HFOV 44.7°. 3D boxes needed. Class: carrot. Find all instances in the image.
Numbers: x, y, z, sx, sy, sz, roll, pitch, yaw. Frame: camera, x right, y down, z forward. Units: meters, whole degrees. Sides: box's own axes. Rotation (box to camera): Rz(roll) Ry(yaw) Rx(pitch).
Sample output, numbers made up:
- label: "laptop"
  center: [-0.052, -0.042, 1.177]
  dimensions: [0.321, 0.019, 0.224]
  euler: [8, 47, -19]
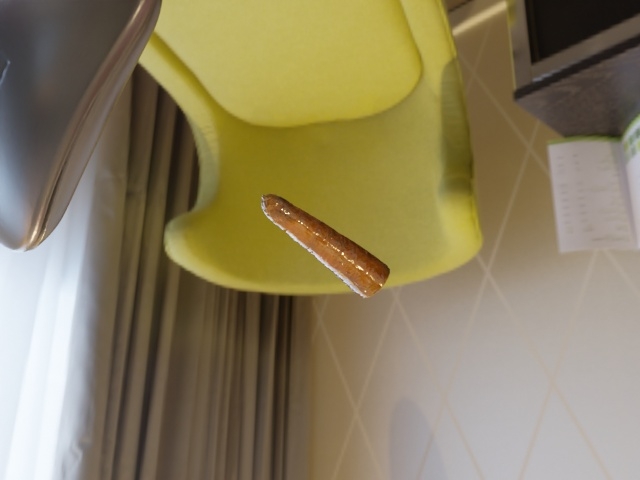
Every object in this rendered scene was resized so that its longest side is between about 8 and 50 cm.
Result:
- label: "carrot"
  center: [0.000, 0.000, 1.071]
  dimensions: [0.210, 0.061, 0.061]
  euler: [37, 144, -19]

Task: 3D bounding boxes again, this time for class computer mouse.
- label: "computer mouse"
  center: [-0.179, -0.100, 0.492]
  dimensions: [0.057, 0.120, 0.232]
  euler: [-6, 135, -57]
